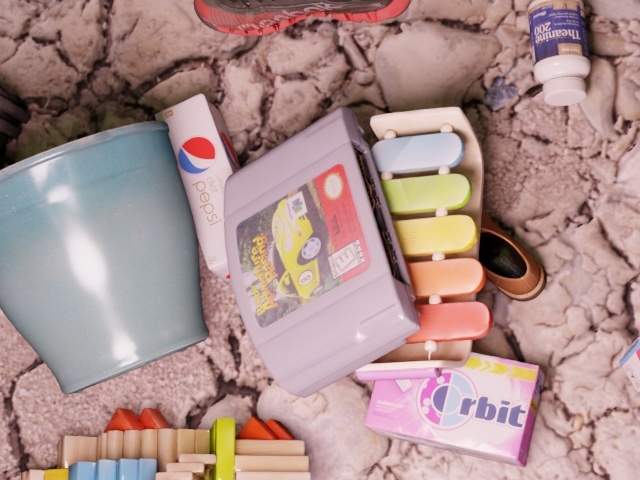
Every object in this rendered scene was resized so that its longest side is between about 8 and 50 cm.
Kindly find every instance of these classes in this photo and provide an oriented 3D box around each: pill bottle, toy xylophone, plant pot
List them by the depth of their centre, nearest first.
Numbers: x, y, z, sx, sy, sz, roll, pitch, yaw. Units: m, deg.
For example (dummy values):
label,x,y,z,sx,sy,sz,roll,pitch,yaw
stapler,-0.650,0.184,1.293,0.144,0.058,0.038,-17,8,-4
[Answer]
label,x,y,z,sx,sy,sz,roll,pitch,yaw
toy xylophone,0.082,0.015,1.851,0.236,0.081,0.322,-13,65,25
plant pot,-0.258,0.031,1.908,0.272,0.271,0.255,-22,87,8
pill bottle,0.280,-0.222,1.937,0.067,0.067,0.120,-7,73,13

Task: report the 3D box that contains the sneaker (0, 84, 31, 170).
label,x,y,z,sx,sy,sz,roll,pitch,yaw
sneaker,-0.415,-0.103,2.063,0.147,0.104,0.295,-37,64,7

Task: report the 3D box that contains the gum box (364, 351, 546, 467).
label,x,y,z,sx,sy,sz,roll,pitch,yaw
gum box,0.146,0.179,1.858,0.188,0.062,0.107,11,76,18

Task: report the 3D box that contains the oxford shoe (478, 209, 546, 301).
label,x,y,z,sx,sy,sz,roll,pitch,yaw
oxford shoe,0.166,-0.011,1.903,0.212,0.076,0.076,33,86,22

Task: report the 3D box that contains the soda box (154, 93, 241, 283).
label,x,y,z,sx,sy,sz,roll,pitch,yaw
soda box,-0.127,-0.063,1.994,0.069,0.074,0.216,-24,70,7

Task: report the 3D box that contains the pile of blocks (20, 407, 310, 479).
label,x,y,z,sx,sy,sz,roll,pitch,yaw
pile of blocks,-0.181,0.239,1.881,0.362,0.149,0.112,-5,73,14

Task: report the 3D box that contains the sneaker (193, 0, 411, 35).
label,x,y,z,sx,sy,sz,roll,pitch,yaw
sneaker,-0.032,-0.314,2.011,0.276,0.135,0.097,-4,75,15

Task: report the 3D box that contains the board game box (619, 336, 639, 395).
label,x,y,z,sx,sy,sz,roll,pitch,yaw
board game box,0.517,0.174,1.688,0.302,0.086,0.308,-26,74,-13

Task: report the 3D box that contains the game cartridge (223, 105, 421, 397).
label,x,y,z,sx,sy,sz,roll,pitch,yaw
game cartridge,-0.010,0.014,1.830,0.196,0.060,0.294,-34,55,26
